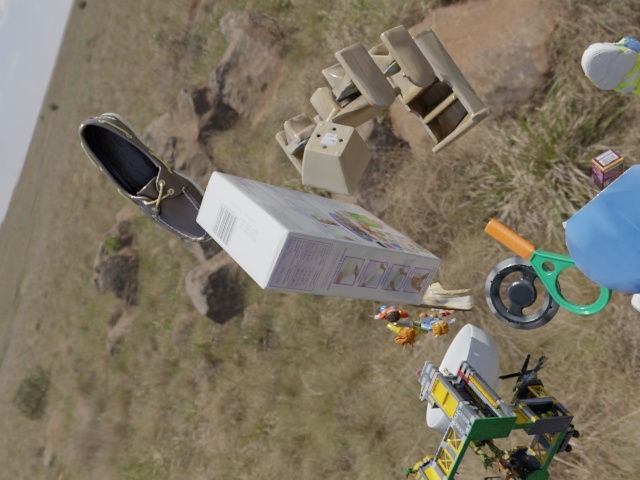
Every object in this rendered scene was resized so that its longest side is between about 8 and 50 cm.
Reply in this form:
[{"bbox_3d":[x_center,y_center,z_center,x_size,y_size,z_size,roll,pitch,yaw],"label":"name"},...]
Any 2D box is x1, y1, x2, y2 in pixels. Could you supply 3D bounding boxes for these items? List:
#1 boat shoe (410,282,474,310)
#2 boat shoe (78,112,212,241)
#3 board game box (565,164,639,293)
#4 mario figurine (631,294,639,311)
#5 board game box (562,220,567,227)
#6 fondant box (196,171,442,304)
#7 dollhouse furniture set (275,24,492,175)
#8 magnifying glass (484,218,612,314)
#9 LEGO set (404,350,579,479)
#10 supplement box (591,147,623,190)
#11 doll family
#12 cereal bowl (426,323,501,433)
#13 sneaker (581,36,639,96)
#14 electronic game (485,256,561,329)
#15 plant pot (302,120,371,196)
[{"bbox_3d":[0.267,0.126,1.369,0.063,0.170,0.059,111,165,-78],"label":"boat shoe"},{"bbox_3d":[-0.331,-0.112,1.162,0.117,0.324,0.096,-40,10,11],"label":"boat shoe"},{"bbox_3d":[0.392,-0.018,0.741,0.168,0.133,0.033,-48,1,29],"label":"board game box"},{"bbox_3d":[0.769,0.094,1.208,0.320,0.170,0.198,-42,-9,-37],"label":"mario figurine"},{"bbox_3d":[0.803,-0.067,1.826,0.090,0.090,0.020,-22,87,60],"label":"board game box"},{"bbox_3d":[0.000,0.000,0.978,0.238,0.330,0.096,38,112,47],"label":"fondant box"},{"bbox_3d":[0.163,-0.290,1.400,0.256,0.394,0.362,56,149,2],"label":"dollhouse furniture set"},{"bbox_3d":[0.381,0.038,1.015,0.231,0.026,0.092,38,130,23],"label":"magnifying glass"},{"bbox_3d":[0.302,0.349,1.153,0.192,0.332,0.254,-129,41,-55],"label":"LEGO set"},{"bbox_3d":[0.674,-0.167,1.408,0.055,0.083,0.043,-29,51,1],"label":"supplement box"},{"bbox_3d":[0.286,0.230,1.648,0.163,0.263,0.118,19,-118,-89],"label":"doll family"},{"bbox_3d":[0.455,0.436,1.834,0.339,0.141,0.338,22,-90,-86],"label":"cereal bowl"},{"bbox_3d":[0.615,-0.373,1.245,0.091,0.240,0.126,-48,40,41],"label":"sneaker"},{"bbox_3d":[0.622,0.163,1.849,0.229,0.048,0.229,5,99,32],"label":"electronic game"},{"bbox_3d":[0.025,-0.165,1.147,0.096,0.109,0.109,74,-143,-56],"label":"plant pot"}]
